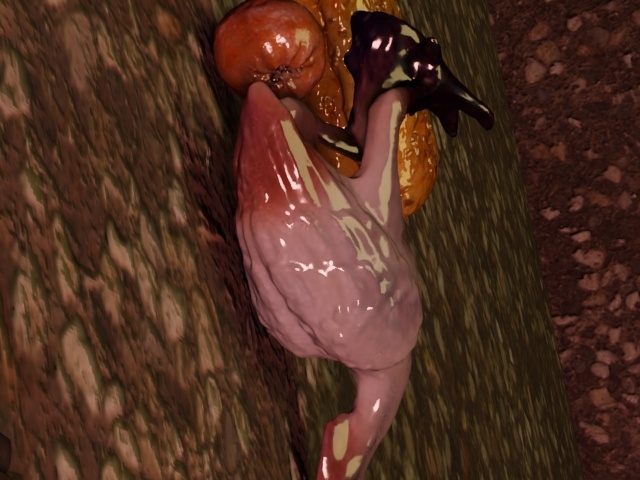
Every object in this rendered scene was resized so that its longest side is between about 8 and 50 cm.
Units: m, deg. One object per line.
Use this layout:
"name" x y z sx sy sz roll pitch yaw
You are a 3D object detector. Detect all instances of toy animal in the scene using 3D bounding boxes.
"toy animal" 0.018 0.030 0.904 0.195 0.090 0.324 6 89 -48

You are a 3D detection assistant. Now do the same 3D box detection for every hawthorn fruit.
"hawthorn fruit" -0.036 -0.120 0.951 0.103 0.067 0.066 58 -5 45

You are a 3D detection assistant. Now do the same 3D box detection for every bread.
"bread" 0.022 -0.116 1.148 0.114 0.083 0.211 -52 127 -70

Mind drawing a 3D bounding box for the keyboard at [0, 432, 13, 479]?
"keyboard" -0.142 0.036 0.360 0.317 0.027 0.106 57 22 -59
